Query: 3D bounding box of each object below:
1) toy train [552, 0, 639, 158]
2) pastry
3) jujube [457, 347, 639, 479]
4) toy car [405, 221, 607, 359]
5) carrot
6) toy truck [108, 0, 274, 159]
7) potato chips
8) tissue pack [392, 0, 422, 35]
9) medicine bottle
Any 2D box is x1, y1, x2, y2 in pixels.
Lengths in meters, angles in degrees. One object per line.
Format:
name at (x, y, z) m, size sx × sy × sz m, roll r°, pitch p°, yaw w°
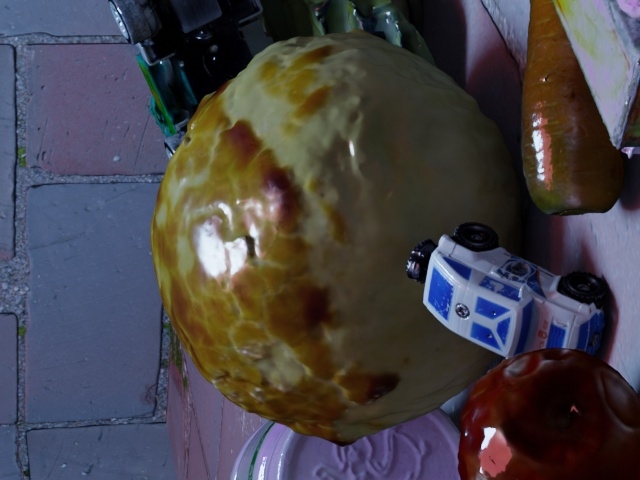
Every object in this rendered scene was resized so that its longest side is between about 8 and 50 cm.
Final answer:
toy train at (0.221, -0.181, 1.179) m, size 0.261 × 0.134 × 0.177 m, roll -103°, pitch 16°, yaw -44°
pastry at (0.000, 0.000, 1.734) m, size 0.388 × 0.313 × 0.388 m, roll 26°, pitch 120°, yaw 57°
jujube at (0.177, 0.189, 1.422) m, size 0.230 × 0.155 × 0.155 m, roll 91°, pitch 169°, yaw -45°
toy car at (0.149, 0.049, 1.522) m, size 0.070 × 0.171 × 0.080 m, roll -40°, pitch -33°, yaw -45°
carrot at (0.195, -0.116, 1.441) m, size 0.087 × 0.087 × 0.193 m, roll 144°, pitch 126°, yaw -76°
toy truck at (-0.109, -0.159, 1.941) m, size 0.178 × 0.176 × 0.363 m, roll 44°, pitch 159°, yaw 60°
potato chips at (0.017, -0.132, 2.021) m, size 0.358 × 0.070 × 0.429 m, roll 27°, pitch 144°, yaw 49°
tissue pack at (0.028, -0.349, 2.023) m, size 0.215 × 0.123 × 0.256 m, roll -119°, pitch 16°, yaw -59°
medicine bottle at (0.024, 0.268, 1.997) m, size 0.325 × 0.212 × 0.212 m, roll 140°, pitch 127°, yaw -76°
